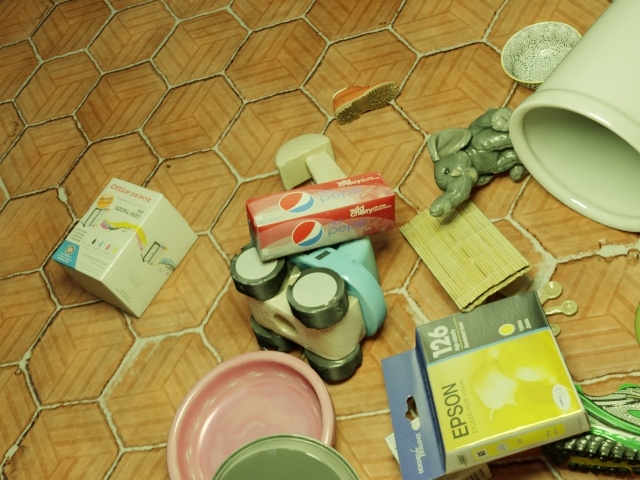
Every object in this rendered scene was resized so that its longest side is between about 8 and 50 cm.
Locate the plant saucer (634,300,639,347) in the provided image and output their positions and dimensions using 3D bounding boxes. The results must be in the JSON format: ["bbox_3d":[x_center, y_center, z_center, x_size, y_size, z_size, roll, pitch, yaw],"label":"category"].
[{"bbox_3d":[0.651,0.131,1.552,0.241,0.037,0.240,-12,53,16],"label":"plant saucer"}]

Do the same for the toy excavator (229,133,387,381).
[{"bbox_3d":[0.000,0.000,1.857,0.433,0.222,0.445,24,57,33],"label":"toy excavator"}]

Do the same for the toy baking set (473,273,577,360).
[{"bbox_3d":[0.353,0.157,1.673,0.197,0.030,0.256,6,61,28],"label":"toy baking set"}]

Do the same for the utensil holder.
[{"bbox_3d":[0.586,-0.264,1.672,0.328,0.327,0.385,30,72,36],"label":"utensil holder"}]

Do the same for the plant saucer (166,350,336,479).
[{"bbox_3d":[-0.120,0.369,1.709,0.332,0.084,0.332,-12,54,18],"label":"plant saucer"}]

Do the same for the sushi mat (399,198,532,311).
[{"bbox_3d":[0.268,0.011,1.765,0.151,0.019,0.316,-33,33,2],"label":"sushi mat"}]

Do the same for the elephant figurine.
[{"bbox_3d":[0.288,-0.158,1.835,0.240,0.186,0.169,-29,82,2],"label":"elephant figurine"}]

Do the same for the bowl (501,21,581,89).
[{"bbox_3d":[0.473,-0.373,1.954,0.170,0.080,0.170,-12,54,17],"label":"bowl"}]

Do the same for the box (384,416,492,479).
[{"bbox_3d":[0.199,0.367,1.570,0.126,0.072,0.137,-32,50,-1],"label":"box"}]

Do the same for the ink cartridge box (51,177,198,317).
[{"bbox_3d":[-0.427,0.012,2.039,0.171,0.168,0.232,19,67,34],"label":"ink cartridge box"}]

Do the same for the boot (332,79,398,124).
[{"bbox_3d":[0.098,-0.335,2.115,0.158,0.059,0.084,-24,46,9],"label":"boot"}]

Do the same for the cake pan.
[{"bbox_3d":[-0.062,0.472,1.544,0.293,0.054,0.293,-1,81,7],"label":"cake pan"}]

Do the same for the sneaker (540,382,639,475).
[{"bbox_3d":[0.522,0.289,1.439,0.344,0.134,0.146,3,59,27],"label":"sneaker"}]

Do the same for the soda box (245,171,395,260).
[{"bbox_3d":[0.002,-0.047,1.703,0.264,0.083,0.092,-14,39,-12],"label":"soda box"}]

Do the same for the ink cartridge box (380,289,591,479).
[{"bbox_3d":[0.255,0.237,1.549,0.307,0.072,0.303,-18,36,7],"label":"ink cartridge box"}]
